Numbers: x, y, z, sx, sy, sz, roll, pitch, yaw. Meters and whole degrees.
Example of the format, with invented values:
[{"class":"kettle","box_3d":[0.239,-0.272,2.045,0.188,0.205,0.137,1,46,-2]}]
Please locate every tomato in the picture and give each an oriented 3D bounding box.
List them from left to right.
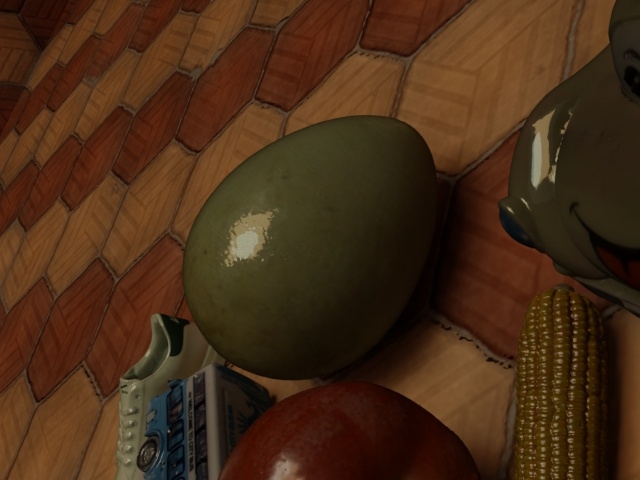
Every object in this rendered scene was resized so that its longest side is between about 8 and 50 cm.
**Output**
[{"class":"tomato","box_3d":[0.016,0.213,0.622,0.184,0.208,0.208,-43,31,51]}]

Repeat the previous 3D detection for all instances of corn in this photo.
[{"class":"corn","box_3d":[0.176,0.127,0.610,0.068,0.068,0.207,-22,48,43]}]

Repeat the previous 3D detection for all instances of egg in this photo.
[{"class":"egg","box_3d":[0.000,0.000,0.826,0.295,0.218,0.218,-46,30,-13]}]

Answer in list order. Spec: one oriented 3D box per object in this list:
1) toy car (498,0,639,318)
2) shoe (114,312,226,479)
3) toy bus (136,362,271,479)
[{"class":"toy car","box_3d":[0.271,-0.119,0.546,0.336,0.226,0.242,-56,32,-2]},{"class":"shoe","box_3d":[-0.215,0.213,1.028,0.095,0.110,0.265,1,60,53]},{"class":"toy bus","box_3d":[-0.111,0.272,0.839,0.131,0.106,0.297,-38,38,24]}]
